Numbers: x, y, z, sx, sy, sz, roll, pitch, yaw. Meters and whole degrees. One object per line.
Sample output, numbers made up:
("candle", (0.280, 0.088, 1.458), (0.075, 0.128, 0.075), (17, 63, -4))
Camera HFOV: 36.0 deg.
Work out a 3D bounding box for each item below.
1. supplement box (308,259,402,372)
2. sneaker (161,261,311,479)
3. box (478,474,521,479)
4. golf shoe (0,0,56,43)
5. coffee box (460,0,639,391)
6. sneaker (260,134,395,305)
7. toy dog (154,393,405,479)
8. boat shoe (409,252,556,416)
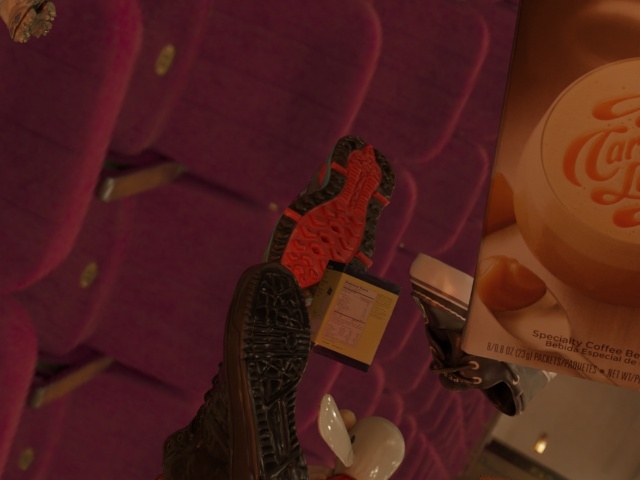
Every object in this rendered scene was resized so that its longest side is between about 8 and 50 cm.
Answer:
("supplement box", (0.024, 0.067, 0.900), (0.083, 0.056, 0.083), (-171, -76, -79))
("sneaker", (-0.050, 0.100, 0.513), (0.051, 0.089, 0.170), (10, 73, -46))
("box", (0.201, 0.283, 0.789), (0.201, 0.165, 0.021), (-71, 164, -51))
("golf shoe", (-0.327, -0.308, 1.124), (0.176, 0.086, 0.069), (-41, 176, 36))
("coffee box", (0.156, -0.057, 0.469), (0.098, 0.141, 0.246), (-58, 155, -58))
("sneaker", (0.000, 0.000, 1.063), (0.125, 0.104, 0.262), (-49, -176, 40))
("toy dog", (-0.052, 0.259, 1.040), (0.220, 0.161, 0.334), (-45, 170, 18))
("boat shoe", (0.119, 0.083, 0.755), (0.076, 0.080, 0.228), (-58, 146, -6))
